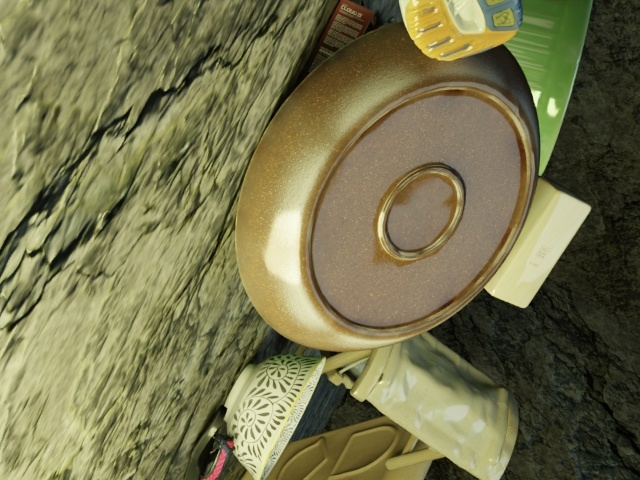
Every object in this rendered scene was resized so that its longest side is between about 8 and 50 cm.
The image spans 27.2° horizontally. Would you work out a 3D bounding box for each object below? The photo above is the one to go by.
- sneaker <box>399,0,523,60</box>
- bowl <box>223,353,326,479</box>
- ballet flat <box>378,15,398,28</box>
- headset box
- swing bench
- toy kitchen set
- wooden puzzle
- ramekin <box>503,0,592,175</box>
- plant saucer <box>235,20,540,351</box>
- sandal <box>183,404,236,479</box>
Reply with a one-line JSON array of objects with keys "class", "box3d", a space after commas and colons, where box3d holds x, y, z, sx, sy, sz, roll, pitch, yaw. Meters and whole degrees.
[{"class": "sneaker", "box3d": [0.072, -0.250, 0.935, 0.296, 0.111, 0.131, 66, 11, -65]}, {"class": "bowl", "box3d": [-0.067, 0.196, 1.566, 0.170, 0.080, 0.170, -62, 173, -14]}, {"class": "ballet flat", "box3d": [0.079, -0.169, 1.295, 0.091, 0.077, 0.241, -64, 172, 16]}, {"class": "headset box", "box3d": [0.018, -0.156, 1.079, 0.083, 0.032, 0.062, -64, 174, 0]}, {"class": "swing bench", "box3d": [0.111, 0.201, 1.807, 0.254, 0.253, 0.165, -6, -129, 59]}, {"class": "toy kitchen set", "box3d": [0.121, -0.051, 1.284, 0.122, 0.207, 0.166, -58, -142, 13]}, {"class": "wooden puzzle", "box3d": [0.010, 0.401, 2.026, 0.347, 0.080, 0.322, -16, -156, 33]}, {"class": "ramekin", "box3d": [0.226, -0.233, 1.608, 0.303, 0.148, 0.303, 13, 90, -88]}, {"class": "plant saucer", "box3d": [0.074, -0.032, 1.110, 0.310, 0.050, 0.311, -17, 125, -26]}, {"class": "sandal", "box3d": [-0.125, 0.252, 1.509, 0.067, 0.040, 0.179, -56, 170, -46]}]
